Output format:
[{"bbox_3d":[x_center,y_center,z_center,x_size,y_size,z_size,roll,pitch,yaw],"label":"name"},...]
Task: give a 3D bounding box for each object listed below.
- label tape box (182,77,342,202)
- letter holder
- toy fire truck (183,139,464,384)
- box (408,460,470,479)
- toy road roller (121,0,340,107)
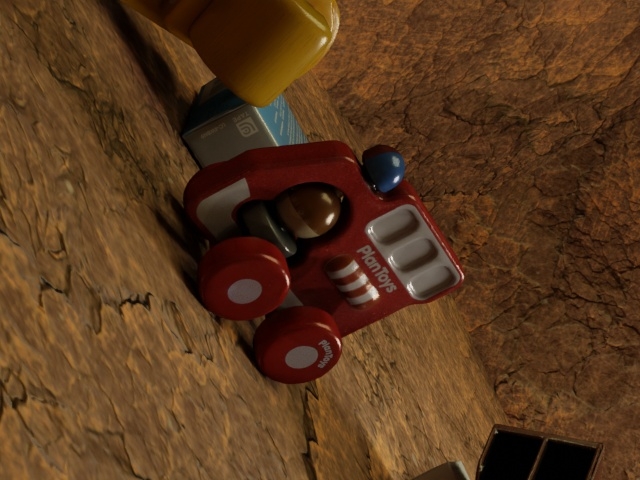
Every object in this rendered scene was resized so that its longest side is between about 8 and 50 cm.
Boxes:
[{"bbox_3d":[-0.052,-0.063,1.626,0.347,0.115,0.249,62,10,-20],"label":"label tape box"},{"bbox_3d":[0.270,0.434,1.516,0.214,0.152,0.301,-44,138,-59],"label":"letter holder"},{"bbox_3d":[0.000,0.000,1.287,0.302,0.254,0.169,55,12,-40],"label":"toy fire truck"},{"bbox_3d":[0.162,0.366,1.601,0.087,0.102,0.101,64,11,16],"label":"box"},{"bbox_3d":[-0.118,-0.313,1.417,0.329,0.202,0.240,30,25,-37],"label":"toy road roller"}]
